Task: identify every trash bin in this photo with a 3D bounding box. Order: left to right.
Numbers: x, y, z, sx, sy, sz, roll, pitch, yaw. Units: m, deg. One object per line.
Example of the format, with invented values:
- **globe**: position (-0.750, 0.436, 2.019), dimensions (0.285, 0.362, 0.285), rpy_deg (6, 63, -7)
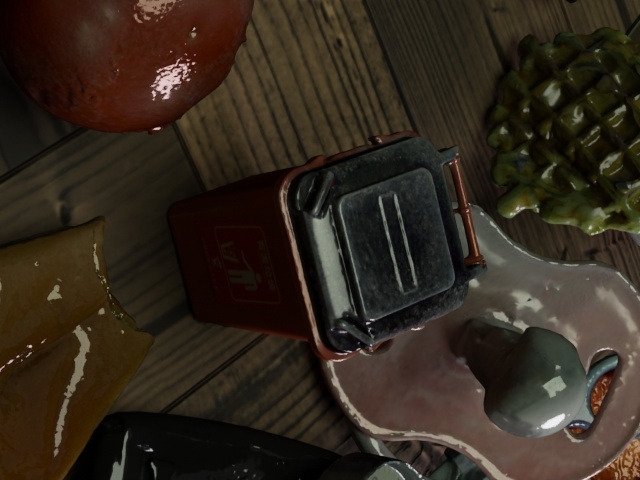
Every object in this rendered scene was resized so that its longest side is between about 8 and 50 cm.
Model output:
- **trash bin**: position (0.000, 0.000, 1.378), dimensions (0.184, 0.239, 0.161), rpy_deg (-21, 102, -35)

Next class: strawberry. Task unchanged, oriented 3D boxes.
- **strawberry**: position (0.294, 0.199, 1.713), dimensions (0.145, 0.086, 0.145), rpy_deg (4, 76, -16)

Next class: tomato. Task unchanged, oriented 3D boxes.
- **tomato**: position (-0.159, -0.187, 1.259), dimensions (0.184, 0.208, 0.208), rpy_deg (32, 71, -32)

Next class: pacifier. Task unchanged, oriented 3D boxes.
- **pacifier**: position (0.160, 0.106, 1.507), dimensions (0.332, 0.273, 0.220), rpy_deg (23, 58, -11)

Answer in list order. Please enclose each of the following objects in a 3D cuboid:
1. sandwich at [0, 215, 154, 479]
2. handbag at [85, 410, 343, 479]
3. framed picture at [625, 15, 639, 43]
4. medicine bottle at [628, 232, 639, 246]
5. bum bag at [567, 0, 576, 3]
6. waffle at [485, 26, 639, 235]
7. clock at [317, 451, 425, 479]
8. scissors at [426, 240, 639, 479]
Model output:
- **sandwich**: position (-0.222, 0.119, 1.308), dimensions (0.212, 0.063, 0.245), rpy_deg (-18, 103, -38)
- **handbag**: position (-0.096, 0.277, 1.404), dimensions (0.275, 0.088, 0.244), rpy_deg (14, 80, -36)
- **framed picture**: position (0.374, -0.230, 1.830), dimensions (0.089, 0.007, 0.066), rpy_deg (-52, 121, -26)
- **medicine bottle**: position (0.408, -0.056, 1.680), dimensions (0.157, 0.289, 0.157), rpy_deg (-1, 92, -39)
- **bum bag**: position (0.197, -0.324, 1.640), dimensions (0.248, 0.069, 0.102), rpy_deg (26, 76, -35)
- **waffle**: position (0.267, -0.114, 1.629), dimensions (0.054, 0.204, 0.223), rpy_deg (59, 41, -64)
- **clock**: position (0.043, 0.294, 1.450), dimensions (0.215, 0.042, 0.215), rpy_deg (-2, 93, -59)
- **scissors**: position (0.158, 0.201, 1.610), dimensions (0.256, 0.029, 0.383), rpy_deg (43, 70, -5)
